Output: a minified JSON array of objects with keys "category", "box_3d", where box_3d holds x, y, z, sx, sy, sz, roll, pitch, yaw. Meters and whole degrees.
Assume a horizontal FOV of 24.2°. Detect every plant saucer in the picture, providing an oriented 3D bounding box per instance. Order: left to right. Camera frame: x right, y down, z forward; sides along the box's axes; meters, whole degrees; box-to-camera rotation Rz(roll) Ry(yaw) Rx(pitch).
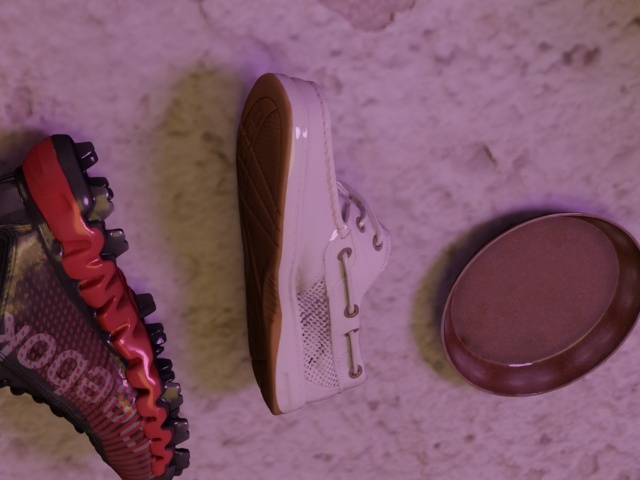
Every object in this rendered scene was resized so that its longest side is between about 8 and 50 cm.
[{"category":"plant saucer","box_3d":[0.166,0.044,1.134,0.168,0.029,0.168,-9,125,-14]}]

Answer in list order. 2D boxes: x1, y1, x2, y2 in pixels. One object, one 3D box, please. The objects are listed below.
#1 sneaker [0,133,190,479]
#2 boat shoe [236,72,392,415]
[{"category":"sneaker","box_3d":[-0.173,0.065,0.990,0.135,0.098,0.276,-21,124,-5]},{"category":"boat shoe","box_3d":[0.000,0.000,1.011,0.096,0.098,0.277,-11,134,-13]}]
